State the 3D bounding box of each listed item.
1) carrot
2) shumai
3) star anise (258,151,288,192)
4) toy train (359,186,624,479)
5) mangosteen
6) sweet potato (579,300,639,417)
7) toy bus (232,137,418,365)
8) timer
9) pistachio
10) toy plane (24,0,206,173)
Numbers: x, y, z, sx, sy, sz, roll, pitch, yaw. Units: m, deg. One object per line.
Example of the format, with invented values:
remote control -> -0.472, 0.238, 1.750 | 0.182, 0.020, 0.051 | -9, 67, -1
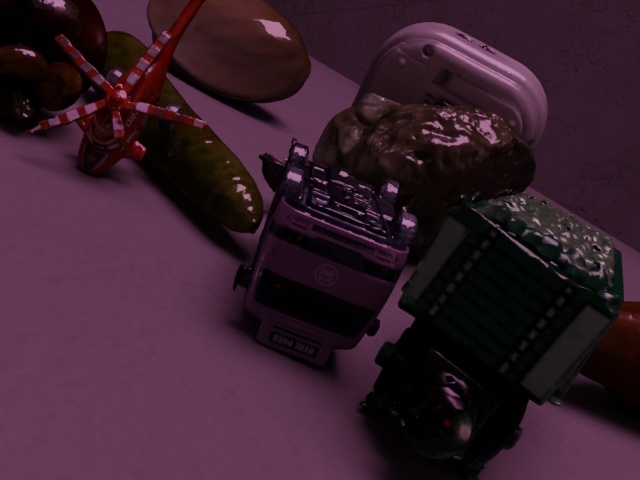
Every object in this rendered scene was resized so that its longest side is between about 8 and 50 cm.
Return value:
carrot -> -0.143, -0.106, 0.647 | 0.074, 0.074, 0.358 | 12, 26, -44
shumai -> 0.103, -0.091, 0.800 | 0.218, 0.189, 0.256 | 42, 14, 34
star anise -> -0.003, -0.033, 0.687 | 0.129, 0.056, 0.124 | 44, 0, 12
toy train -> 0.113, 0.048, 0.457 | 0.115, 0.154, 0.269 | 32, 17, 18
mangosteen -> -0.243, -0.154, 0.566 | 0.140, 0.140, 0.140 | 26, 17, -8
sweet potato -> 0.322, 0.115, 0.656 | 0.359, 0.112, 0.112 | 33, 13, -27
toy bus -> 0.000, 0.000, 0.502 | 0.096, 0.108, 0.199 | 22, 15, -6
timer -> 0.152, -0.139, 0.912 | 0.237, 0.262, 0.087 | 30, 39, 5
pistachio -> -0.150, -0.314, 1.133 | 0.288, 0.197, 0.166 | 20, -28, 9
toy plane -> -0.142, -0.143, 0.553 | 0.126, 0.194, 0.077 | 12, -7, -6
